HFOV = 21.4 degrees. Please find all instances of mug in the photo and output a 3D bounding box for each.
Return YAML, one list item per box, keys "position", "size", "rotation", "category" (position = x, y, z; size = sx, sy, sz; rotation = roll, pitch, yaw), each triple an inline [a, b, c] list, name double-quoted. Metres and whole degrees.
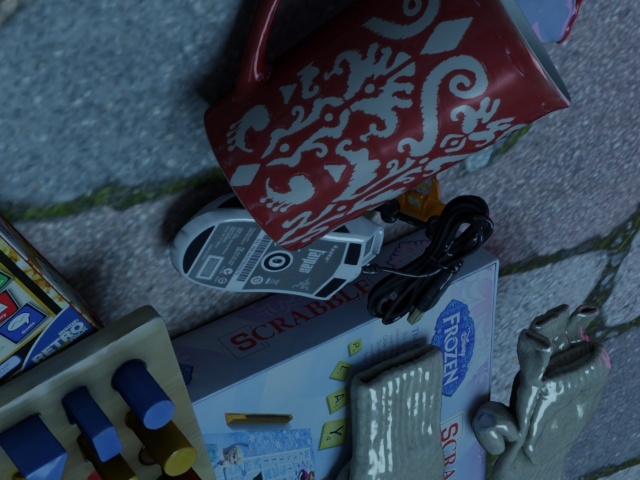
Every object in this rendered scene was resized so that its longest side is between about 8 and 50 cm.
- position: [0.023, -0.091, 0.896]
  size: [0.169, 0.150, 0.113]
  rotation: [-32, 178, 13]
  category: "mug"

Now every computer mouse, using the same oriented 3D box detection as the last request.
- position: [0.000, 0.000, 1.010]
  size: [0.193, 0.042, 0.106]
  rotation: [10, 135, -28]
  category: "computer mouse"

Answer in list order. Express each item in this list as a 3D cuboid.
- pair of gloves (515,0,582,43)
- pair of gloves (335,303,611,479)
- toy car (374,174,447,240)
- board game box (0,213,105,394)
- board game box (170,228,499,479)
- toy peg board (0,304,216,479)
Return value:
- position: [0.110, -0.170, 0.958]
  size: [0.159, 0.023, 0.198]
  rotation: [-15, 139, -36]
  category: "pair of gloves"
- position: [0.109, 0.151, 1.177]
  size: [0.240, 0.042, 0.204]
  rotation: [-14, 126, -36]
  category: "pair of gloves"
- position: [0.052, -0.036, 1.046]
  size: [0.040, 0.060, 0.122]
  rotation: [-68, 158, -8]
  category: "toy car"
- position: [-0.208, 0.049, 0.873]
  size: [0.147, 0.045, 0.193]
  rotation: [-37, 151, -4]
  category: "board game box"
- position: [-0.023, 0.180, 1.165]
  size: [0.318, 0.066, 0.318]
  rotation: [-23, 131, -27]
  category: "board game box"
- position: [-0.127, 0.147, 0.941]
  size: [0.161, 0.079, 0.160]
  rotation: [-31, 138, -18]
  category: "toy peg board"
